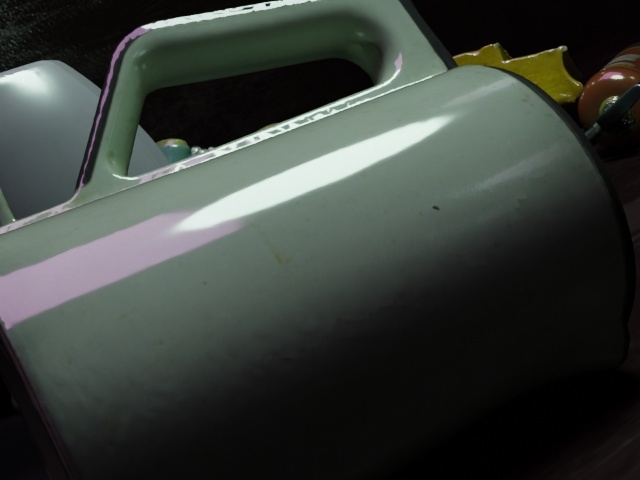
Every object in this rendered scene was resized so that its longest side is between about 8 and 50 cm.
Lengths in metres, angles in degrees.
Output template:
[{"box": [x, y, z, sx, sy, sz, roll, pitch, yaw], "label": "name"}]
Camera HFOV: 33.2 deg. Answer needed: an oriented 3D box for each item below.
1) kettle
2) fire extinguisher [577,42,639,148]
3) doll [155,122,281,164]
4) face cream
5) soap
[{"box": [-0.034, 0.005, 0.716, 0.377, 0.361, 0.250, -25, -21, -19], "label": "kettle"}, {"box": [0.433, -0.182, 1.562, 0.376, 0.113, 0.200, -36, -28, -62], "label": "fire extinguisher"}, {"box": [-0.074, -0.057, 1.309, 0.261, 0.161, 0.177, -9, -13, 29], "label": "doll"}, {"box": [-0.235, 0.056, 0.876, 0.313, 0.357, 0.219, -23, 8, 6], "label": "face cream"}, {"box": [0.312, -0.227, 1.762, 0.259, 0.143, 0.281, -12, -7, 18], "label": "soap"}]
